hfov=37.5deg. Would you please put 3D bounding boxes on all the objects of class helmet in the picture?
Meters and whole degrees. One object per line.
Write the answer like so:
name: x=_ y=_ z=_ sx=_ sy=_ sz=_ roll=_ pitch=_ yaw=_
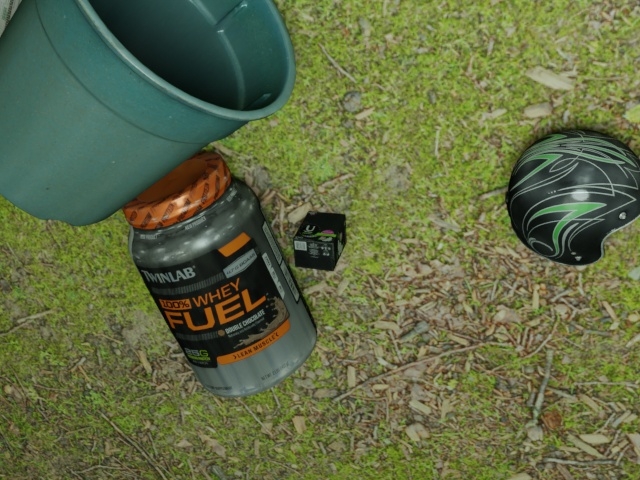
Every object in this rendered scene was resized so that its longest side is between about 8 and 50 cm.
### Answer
helmet: x=0.329 y=-0.064 z=1.209 sx=0.170 sy=0.169 sz=0.161 roll=19 pitch=143 yaw=5

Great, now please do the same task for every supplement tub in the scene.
supplement tub: x=-0.154 y=0.051 z=1.419 sx=0.207 sy=0.207 sz=0.337 roll=-11 pitch=119 yaw=25

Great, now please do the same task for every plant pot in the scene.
plant pot: x=-0.265 y=-0.204 z=1.199 sx=0.341 sy=0.341 sz=0.334 roll=44 pitch=125 yaw=-13

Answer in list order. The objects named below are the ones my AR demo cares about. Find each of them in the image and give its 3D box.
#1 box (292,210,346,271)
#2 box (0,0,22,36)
box: x=0.000 y=0.000 z=1.409 sx=0.062 sy=0.083 sz=0.052 roll=7 pitch=123 yaw=15
box: x=-0.485 y=-0.355 z=1.350 sx=0.322 sy=0.058 sz=0.232 roll=28 pitch=127 yaw=0
